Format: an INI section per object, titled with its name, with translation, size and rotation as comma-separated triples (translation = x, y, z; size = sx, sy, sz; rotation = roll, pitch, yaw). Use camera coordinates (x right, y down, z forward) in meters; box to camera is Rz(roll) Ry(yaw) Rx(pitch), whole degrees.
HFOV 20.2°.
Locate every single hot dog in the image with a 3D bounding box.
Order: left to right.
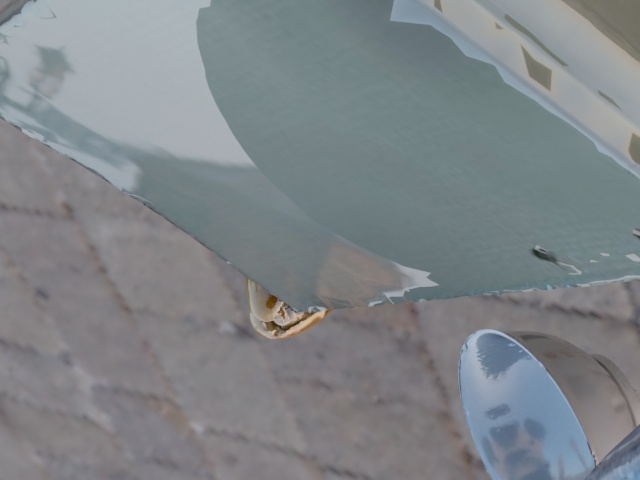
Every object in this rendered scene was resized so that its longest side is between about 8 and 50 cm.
[hot dog]
translation = 0.001, 0.001, 1.179
size = 0.060, 0.140, 0.090
rotation = 16, 150, 34

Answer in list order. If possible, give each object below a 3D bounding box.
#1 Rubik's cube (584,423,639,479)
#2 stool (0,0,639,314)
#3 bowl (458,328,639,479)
[Rubik's cube]
translation = 0.371, 0.105, 0.879
size = 0.301, 0.304, 0.305
rotation = 48, 148, 8
[stool]
translation = 0.042, -0.125, 0.553
size = 0.170, 0.243, 0.270
rotation = 35, 161, -19
[bowl]
translation = 0.193, 0.141, 1.384
size = 0.189, 0.086, 0.189
rotation = 51, 154, 37
